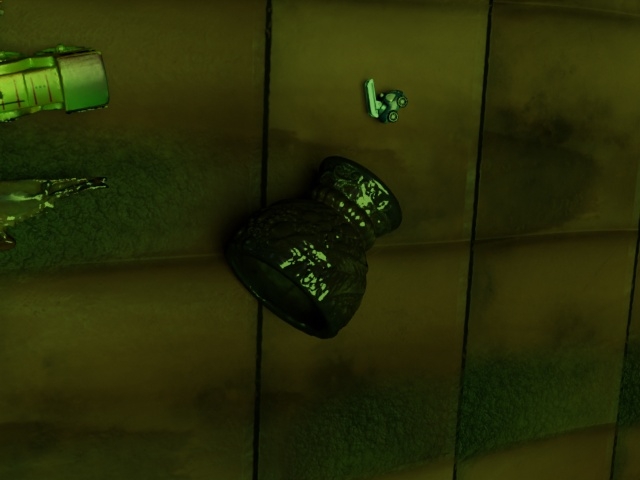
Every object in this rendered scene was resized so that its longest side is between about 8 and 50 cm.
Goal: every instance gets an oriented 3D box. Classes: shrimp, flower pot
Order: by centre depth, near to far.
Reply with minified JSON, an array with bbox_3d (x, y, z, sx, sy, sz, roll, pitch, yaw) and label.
[{"bbox_3d":[-0.480,-0.052,1.431,0.262,0.066,0.117,-9,120,-11],"label":"shrimp"},{"bbox_3d":[0.000,0.000,1.586,0.267,0.266,0.266,-51,118,-22],"label":"flower pot"}]

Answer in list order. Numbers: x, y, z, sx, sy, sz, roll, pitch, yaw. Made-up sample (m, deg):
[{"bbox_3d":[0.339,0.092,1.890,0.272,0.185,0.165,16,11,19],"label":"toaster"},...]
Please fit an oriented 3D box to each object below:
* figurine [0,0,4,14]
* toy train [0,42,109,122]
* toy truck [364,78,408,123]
[{"bbox_3d":[-0.525,-0.366,1.352,0.064,0.047,0.109,-28,122,-50],"label":"figurine"},{"bbox_3d":[-0.480,-0.240,1.336,0.296,0.160,0.100,-15,114,-23],"label":"toy train"},{"bbox_3d":[0.120,-0.277,1.693,0.090,0.056,0.073,33,91,-16],"label":"toy truck"}]
